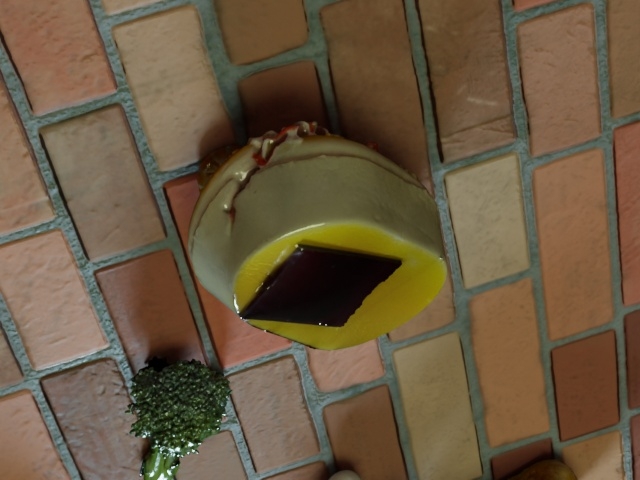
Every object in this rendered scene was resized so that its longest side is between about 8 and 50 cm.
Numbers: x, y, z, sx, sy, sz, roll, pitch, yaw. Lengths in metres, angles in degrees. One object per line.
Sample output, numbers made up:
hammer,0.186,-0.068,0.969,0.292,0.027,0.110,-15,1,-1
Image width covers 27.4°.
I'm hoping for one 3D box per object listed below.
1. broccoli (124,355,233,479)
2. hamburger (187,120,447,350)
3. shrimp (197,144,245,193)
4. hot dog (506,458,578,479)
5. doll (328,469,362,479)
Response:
broccoli,-0.173,0.224,1.527,0.118,0.122,0.204,12,136,-7
hamburger,0.000,0.000,1.364,0.227,0.151,0.295,-41,145,18
shrimp,-0.088,-0.044,1.391,0.091,0.025,0.127,-4,123,-17
hot dog,0.253,0.419,1.754,0.257,0.153,0.150,-31,128,6
doll,0.063,0.536,1.690,0.187,0.376,0.365,3,134,-51
